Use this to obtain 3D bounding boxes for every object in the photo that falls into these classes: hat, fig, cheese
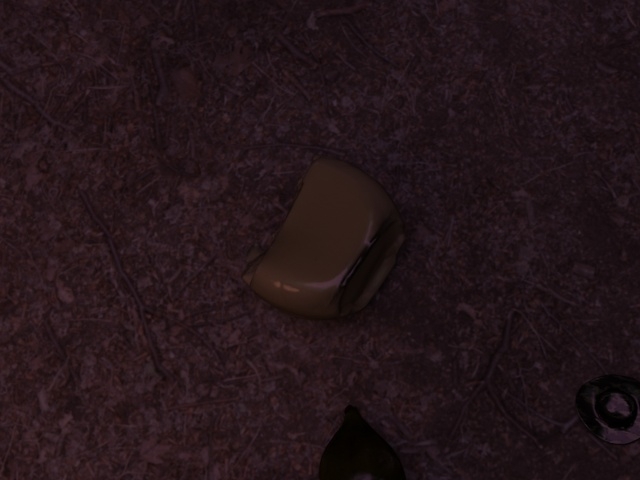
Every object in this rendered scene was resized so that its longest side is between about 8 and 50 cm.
[{"bbox_3d":[0.451,0.254,1.813,0.121,0.050,0.121,-4,71,11],"label":"hat"},{"bbox_3d":[0.071,0.347,1.823,0.133,0.185,0.127,-31,108,24],"label":"fig"},{"bbox_3d":[0.000,0.000,1.927,0.233,0.127,0.266,28,76,19],"label":"cheese"}]
